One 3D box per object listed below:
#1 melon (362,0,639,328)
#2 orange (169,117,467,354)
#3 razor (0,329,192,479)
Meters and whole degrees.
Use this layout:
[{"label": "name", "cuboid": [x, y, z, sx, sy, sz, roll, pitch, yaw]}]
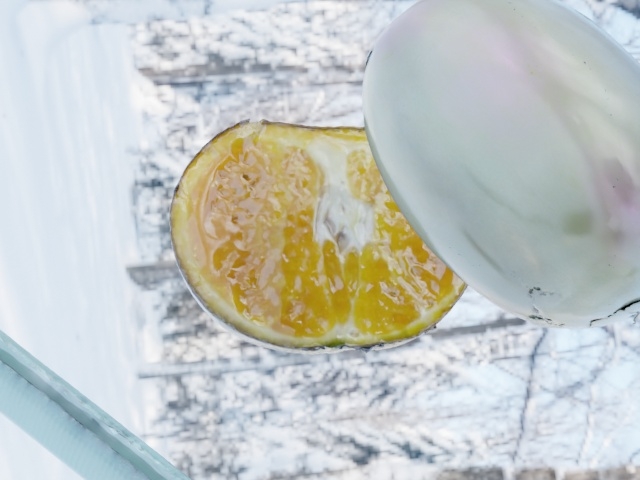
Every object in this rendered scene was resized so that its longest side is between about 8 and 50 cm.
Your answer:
[{"label": "melon", "cuboid": [0.171, -0.068, 0.869, 0.317, 0.223, 0.223, 50, -16, 9]}, {"label": "orange", "cuboid": [-0.002, -0.003, 1.157, 0.274, 0.310, 0.274, -6, -98, 48]}, {"label": "razor", "cuboid": [-0.086, 0.115, 0.527, 0.111, 0.278, 0.056, -11, 122, -61]}]
